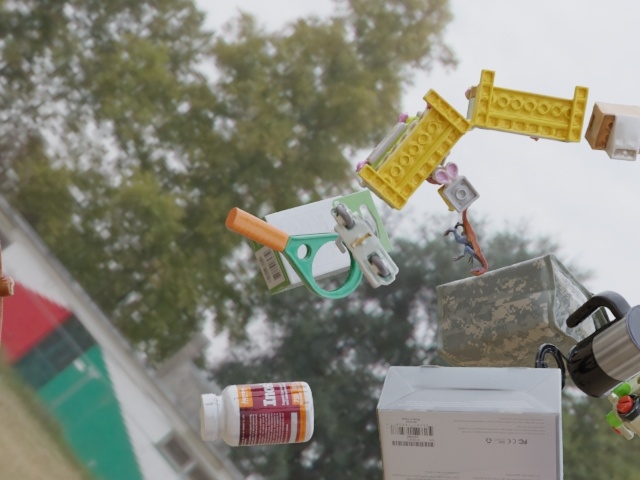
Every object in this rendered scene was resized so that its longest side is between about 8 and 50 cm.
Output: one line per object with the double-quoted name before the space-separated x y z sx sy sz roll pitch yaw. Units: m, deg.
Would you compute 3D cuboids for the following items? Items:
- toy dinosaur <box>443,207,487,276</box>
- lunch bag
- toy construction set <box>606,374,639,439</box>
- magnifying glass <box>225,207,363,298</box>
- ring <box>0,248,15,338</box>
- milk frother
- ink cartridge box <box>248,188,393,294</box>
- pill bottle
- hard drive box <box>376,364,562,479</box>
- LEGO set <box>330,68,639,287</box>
"toy dinosaur" 0.219 0.009 1.621 0.082 0.047 0.090 43 -45 24
"lunch bag" 0.378 0.169 1.979 0.235 0.169 0.287 -18 -39 32
"toy construction set" 0.590 0.224 1.901 0.151 0.328 0.215 24 26 -8
"magnifying glass" -0.031 0.012 1.502 0.231 0.092 0.026 26 -8 -33
"ring" -0.342 0.011 1.029 0.336 0.032 0.337 -5 90 -89
"milk frother" 0.382 0.156 1.509 0.129 0.143 0.135 44 -42 2
"ink cartridge box" 0.000 0.000 1.668 0.062 0.209 0.109 -31 -101 51
"pill bottle" -0.090 0.243 1.543 0.086 0.152 0.086 178 -90 -78
"hard drive box" 0.161 0.252 1.145 0.089 0.181 0.232 -63 151 -63
"LEGO set" 0.131 -0.079 0.949 0.132 0.287 0.107 63 -5 -8
